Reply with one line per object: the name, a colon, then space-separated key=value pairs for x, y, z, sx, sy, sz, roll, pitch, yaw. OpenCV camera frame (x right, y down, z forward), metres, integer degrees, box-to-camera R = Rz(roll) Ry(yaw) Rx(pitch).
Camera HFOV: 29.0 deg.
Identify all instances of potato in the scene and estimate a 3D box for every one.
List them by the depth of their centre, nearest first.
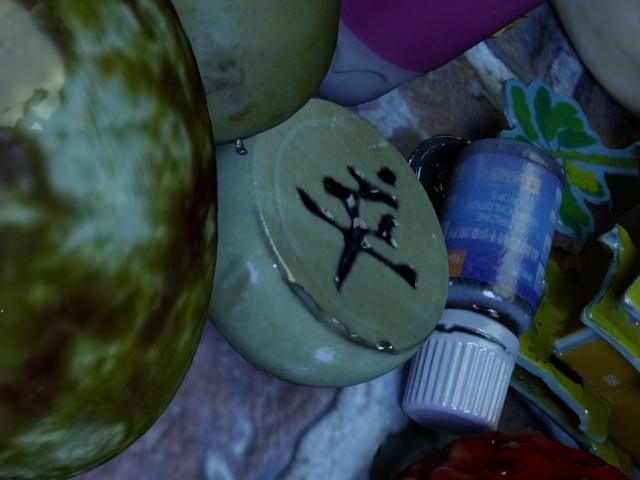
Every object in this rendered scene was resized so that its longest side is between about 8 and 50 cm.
potato: x=-0.097 y=-0.205 z=0.706 sx=0.218 sy=0.202 sz=0.351 roll=64 pitch=11 yaw=-62

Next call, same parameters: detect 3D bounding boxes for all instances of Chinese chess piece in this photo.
Chinese chess piece: x=0.000 y=0.000 z=0.786 sx=0.188 sy=0.083 sz=0.188 roll=25 pitch=51 yaw=-35

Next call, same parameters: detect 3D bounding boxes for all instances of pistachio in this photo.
pistachio: x=0.343 y=-0.253 z=1.222 sx=0.321 sy=0.229 sz=0.238 roll=50 pitch=-3 yaw=-6

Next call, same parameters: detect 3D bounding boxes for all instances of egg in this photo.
egg: x=-0.158 y=-0.024 z=0.502 sx=0.238 sy=0.238 sz=0.289 roll=-50 pitch=125 yaw=-50

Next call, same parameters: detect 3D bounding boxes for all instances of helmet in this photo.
helmet: x=0.099 y=-0.048 z=0.951 sx=0.084 sy=0.049 sz=0.065 roll=29 pitch=91 yaw=-13

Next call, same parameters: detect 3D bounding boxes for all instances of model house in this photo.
model house: x=0.275 y=0.006 z=0.975 sx=0.312 sy=0.242 sz=0.358 roll=6 pitch=65 yaw=-43

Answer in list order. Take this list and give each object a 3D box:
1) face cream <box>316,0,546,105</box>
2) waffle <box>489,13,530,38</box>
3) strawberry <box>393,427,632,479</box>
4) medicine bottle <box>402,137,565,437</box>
face cream: x=0.061 y=-0.212 z=0.893 sx=0.175 sy=0.195 sz=0.175 roll=25 pitch=52 yaw=-38
waffle: x=0.092 y=-0.275 z=1.079 sx=0.160 sy=0.055 sz=0.211 roll=-16 pitch=79 yaw=-51
strawberry: x=0.162 y=0.245 z=0.685 sx=0.317 sy=0.295 sz=0.345 roll=-13 pitch=55 yaw=-15
medicine bottle: x=0.112 y=0.033 z=0.861 sx=0.083 sy=0.083 sz=0.203 roll=31 pitch=66 yaw=-33
